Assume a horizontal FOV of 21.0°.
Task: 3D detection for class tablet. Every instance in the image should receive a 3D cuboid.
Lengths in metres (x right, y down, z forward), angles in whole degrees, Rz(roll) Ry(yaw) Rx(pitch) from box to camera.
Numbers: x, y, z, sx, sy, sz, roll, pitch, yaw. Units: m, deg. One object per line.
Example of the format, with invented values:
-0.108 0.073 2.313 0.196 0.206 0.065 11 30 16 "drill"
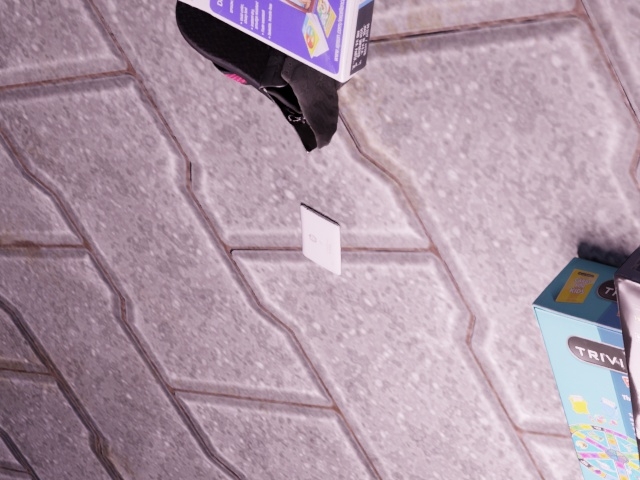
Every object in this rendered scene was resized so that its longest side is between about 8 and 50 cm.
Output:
0.000 0.000 1.899 0.054 0.006 0.083 30 146 25 "tablet"

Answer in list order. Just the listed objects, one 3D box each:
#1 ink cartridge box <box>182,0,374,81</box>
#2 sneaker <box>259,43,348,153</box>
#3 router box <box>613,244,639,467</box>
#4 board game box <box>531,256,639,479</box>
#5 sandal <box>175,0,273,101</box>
-0.039 -0.274 1.544 0.208 0.045 0.206 29 132 25 "ink cartridge box"
-0.029 -0.174 1.645 0.170 0.089 0.051 54 149 -15 "sneaker"
0.334 0.029 1.234 0.081 0.309 0.243 22 143 36 "router box"
0.357 0.190 1.623 0.253 0.079 0.336 16 138 40 "board game box"
-0.076 -0.184 1.719 0.179 0.067 0.040 40 160 4 "sandal"
